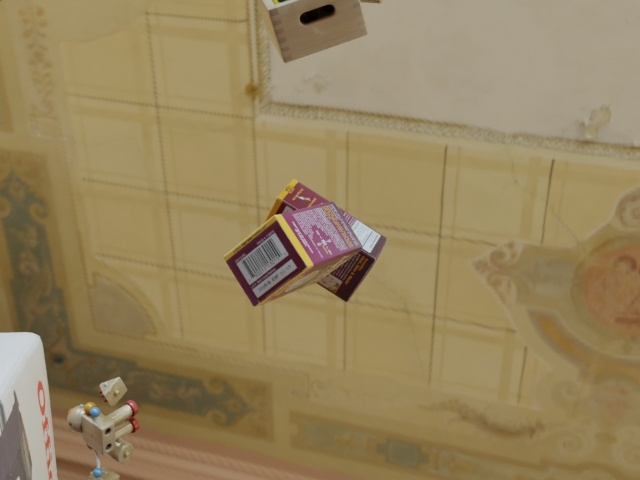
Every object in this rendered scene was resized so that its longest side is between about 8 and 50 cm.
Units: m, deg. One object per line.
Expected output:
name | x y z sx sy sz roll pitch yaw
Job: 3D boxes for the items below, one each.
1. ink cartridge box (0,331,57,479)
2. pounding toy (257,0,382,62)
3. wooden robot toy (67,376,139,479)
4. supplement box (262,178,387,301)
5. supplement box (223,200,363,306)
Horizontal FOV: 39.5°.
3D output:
ink cartridge box | -0.162 0.149 0.325 0.100 0.237 0.172 -3 -78 -7
pounding toy | 0.000 -0.363 1.307 0.181 0.206 0.094 -20 -57 -3
wooden robot toy | -0.282 0.235 1.125 0.079 0.076 0.173 20 -61 29
supplement box | 0.000 0.000 1.460 0.188 0.081 0.104 33 -57 2
supplement box | -0.018 0.008 0.616 0.055 0.083 0.043 -38 -100 29
